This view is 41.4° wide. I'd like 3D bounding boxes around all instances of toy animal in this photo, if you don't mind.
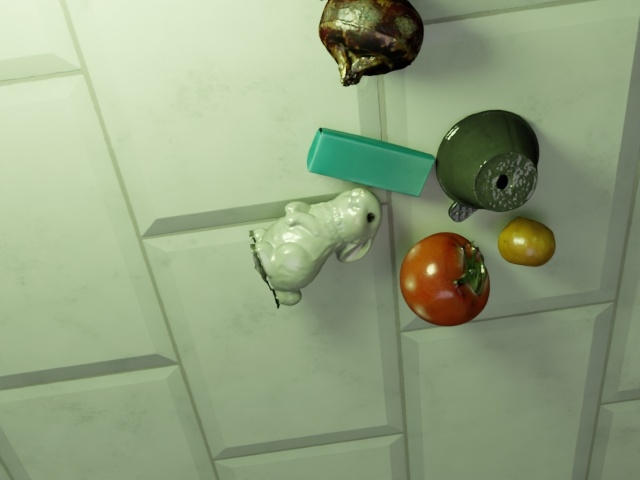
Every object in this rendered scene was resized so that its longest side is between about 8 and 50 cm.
[{"bbox_3d":[0.000,0.000,2.195,0.357,0.194,0.258,-22,120,1],"label":"toy animal"}]

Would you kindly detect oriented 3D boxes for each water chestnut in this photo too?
[{"bbox_3d":[0.105,-0.433,1.809,0.223,0.238,0.223,14,169,3],"label":"water chestnut"}]

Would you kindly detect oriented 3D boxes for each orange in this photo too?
[{"bbox_3d":[0.554,0.004,2.280,0.154,0.154,0.134,3,95,-10],"label":"orange"}]

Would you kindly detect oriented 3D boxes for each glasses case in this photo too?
[{"bbox_3d":[0.124,-0.200,2.109,0.301,0.070,0.117,13,121,-15],"label":"glasses case"}]

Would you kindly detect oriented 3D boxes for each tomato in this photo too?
[{"bbox_3d":[0.333,0.104,2.274,0.224,0.256,0.256,-22,131,32],"label":"tomato"}]

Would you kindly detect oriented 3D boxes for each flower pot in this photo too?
[{"bbox_3d":[0.426,-0.171,2.074,0.269,0.166,0.269,-2,117,-4],"label":"flower pot"}]

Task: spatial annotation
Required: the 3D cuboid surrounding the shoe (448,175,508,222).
[{"bbox_3d":[0.404,-0.123,2.215,0.179,0.049,0.071,-42,111,10],"label":"shoe"}]
